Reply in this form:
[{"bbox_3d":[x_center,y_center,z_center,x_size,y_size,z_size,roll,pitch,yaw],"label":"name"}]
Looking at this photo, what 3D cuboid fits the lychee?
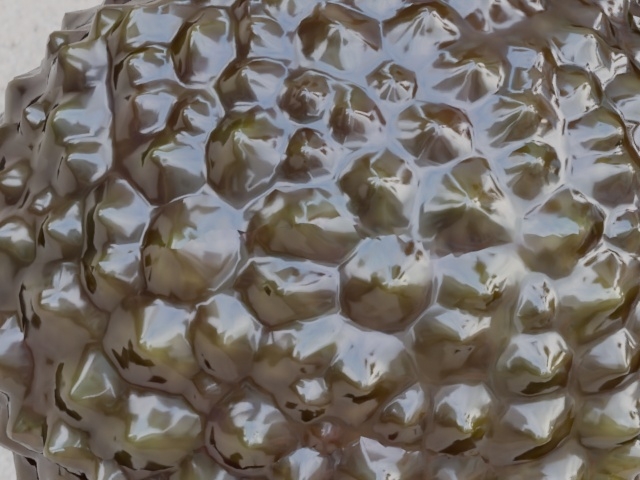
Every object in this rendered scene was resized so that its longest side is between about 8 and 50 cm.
[{"bbox_3d":[0.000,0.000,0.456,0.267,0.267,0.267,13,53,-17],"label":"lychee"}]
